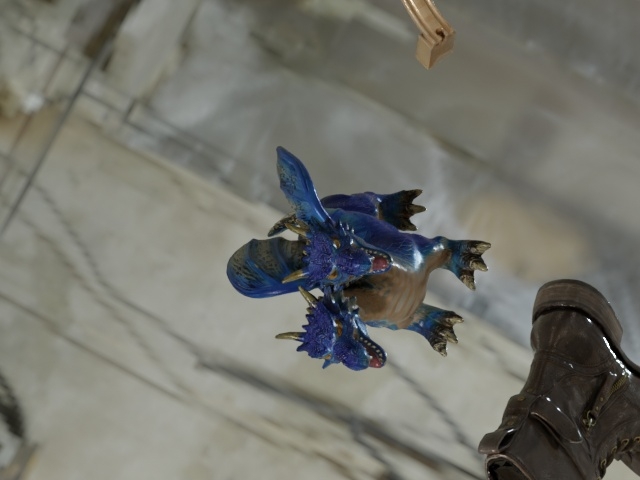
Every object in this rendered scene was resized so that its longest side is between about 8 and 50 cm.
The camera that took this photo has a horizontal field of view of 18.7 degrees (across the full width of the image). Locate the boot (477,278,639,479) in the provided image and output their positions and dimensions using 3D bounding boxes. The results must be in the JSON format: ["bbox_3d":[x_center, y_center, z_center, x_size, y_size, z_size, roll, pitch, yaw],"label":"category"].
[{"bbox_3d":[0.217,0.185,1.616,0.091,0.263,0.229,-16,-144,35],"label":"boot"}]

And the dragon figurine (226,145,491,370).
[{"bbox_3d":[0.000,0.000,1.148,0.289,0.144,0.085,42,-69,57],"label":"dragon figurine"}]

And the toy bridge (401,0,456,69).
[{"bbox_3d":[0.030,-0.207,1.369,0.026,0.188,0.063,-33,160,-16],"label":"toy bridge"}]
